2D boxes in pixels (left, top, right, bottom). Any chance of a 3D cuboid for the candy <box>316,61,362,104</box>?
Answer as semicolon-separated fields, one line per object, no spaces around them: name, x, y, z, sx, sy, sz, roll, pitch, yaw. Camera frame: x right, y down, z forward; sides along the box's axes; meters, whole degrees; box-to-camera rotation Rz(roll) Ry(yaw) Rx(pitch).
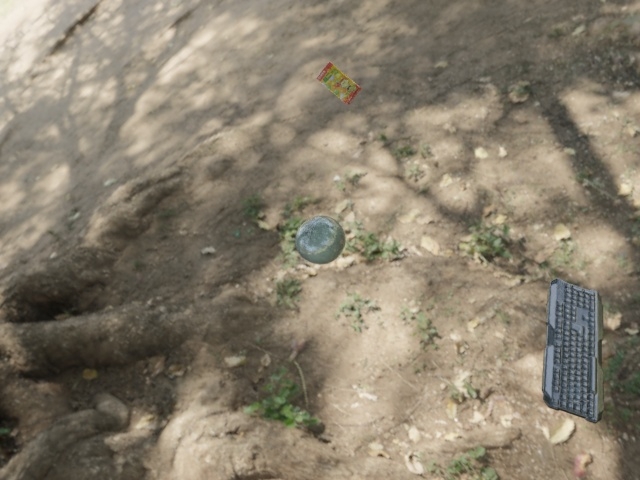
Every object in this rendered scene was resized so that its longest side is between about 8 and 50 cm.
candy;0.054;-0.447;1.813;0.062;0.122;0.038;-51;-11;14

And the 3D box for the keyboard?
keyboard;0.430;0.177;1.078;0.106;0.016;0.262;17;51;4

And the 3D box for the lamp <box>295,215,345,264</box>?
lamp;0.000;0.000;1.321;0.105;0.105;0.105;-25;39;23
